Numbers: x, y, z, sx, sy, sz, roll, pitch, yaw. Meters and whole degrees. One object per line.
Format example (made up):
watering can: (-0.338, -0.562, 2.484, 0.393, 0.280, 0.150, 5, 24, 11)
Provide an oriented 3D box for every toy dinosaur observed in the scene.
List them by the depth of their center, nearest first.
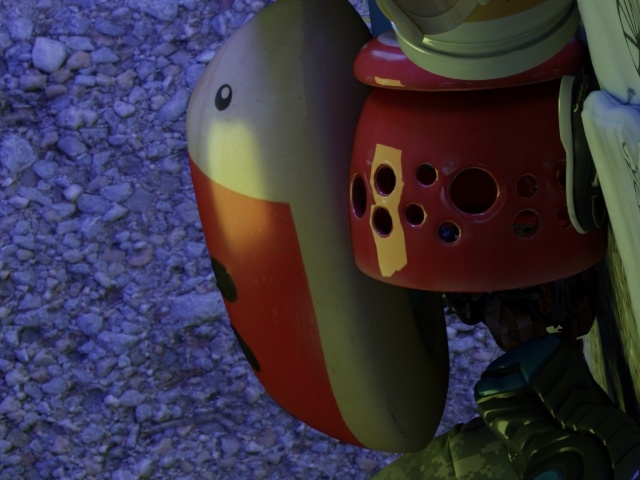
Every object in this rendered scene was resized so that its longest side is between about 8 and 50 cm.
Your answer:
toy dinosaur: (0.179, 0.043, 1.789, 0.218, 0.164, 0.321, -128, 46, -62)

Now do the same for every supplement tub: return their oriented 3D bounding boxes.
supplement tub: (0.091, -0.212, 1.205, 0.144, 0.144, 0.199, -97, -5, -46)

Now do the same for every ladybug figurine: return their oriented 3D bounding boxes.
ladybug figurine: (0.000, 0.000, 1.672, 0.305, 0.162, 0.449, -83, -19, -56)

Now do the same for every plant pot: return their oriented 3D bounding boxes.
plant pot: (0.113, -0.070, 1.441, 0.191, 0.191, 0.174, -87, -6, -76)

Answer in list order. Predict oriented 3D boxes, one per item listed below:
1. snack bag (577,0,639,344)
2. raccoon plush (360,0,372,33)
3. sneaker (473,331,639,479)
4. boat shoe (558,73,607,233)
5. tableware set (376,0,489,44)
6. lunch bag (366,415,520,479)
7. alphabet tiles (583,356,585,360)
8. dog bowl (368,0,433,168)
snack bag: (0.148, -0.057, 0.920, 0.323, 0.037, 0.342, -73, -30, -82)
raccoon plush: (0.104, -0.333, 2.113, 0.446, 0.216, 0.299, 72, 180, -67)
sneaker: (0.215, 0.194, 1.506, 0.139, 0.125, 0.341, 52, -166, -21)
boat shoe: (0.179, -0.054, 1.271, 0.046, 0.038, 0.125, -67, -27, -47)
tableware set: (0.082, -0.196, 1.089, 0.141, 0.169, 0.020, 64, -161, -12)
lunch bag: (0.147, 0.318, 1.745, 0.212, 0.256, 0.305, 55, -163, -40)
alphabet tiles: (0.295, 0.242, 2.065, 0.198, 0.009, 0.237, -87, -13, -76)
dog bowl: (0.089, -0.169, 1.646, 0.166, 0.074, 0.297, 50, -148, -70)
